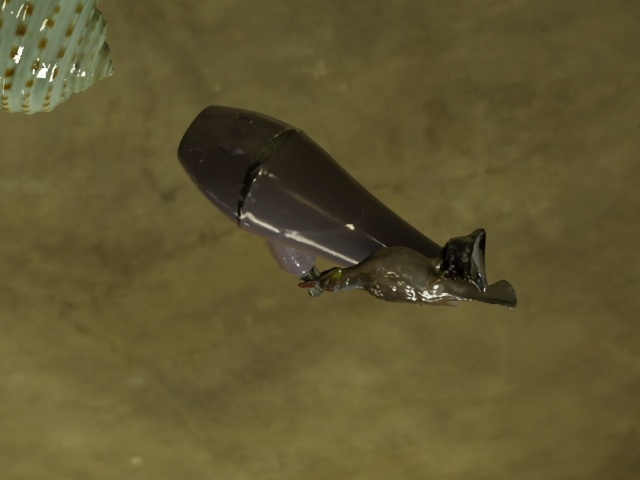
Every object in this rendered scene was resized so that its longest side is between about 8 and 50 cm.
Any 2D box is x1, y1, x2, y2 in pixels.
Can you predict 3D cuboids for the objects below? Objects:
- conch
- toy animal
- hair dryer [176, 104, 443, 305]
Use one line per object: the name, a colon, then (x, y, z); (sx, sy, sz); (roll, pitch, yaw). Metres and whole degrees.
conch: (-0.261, -0.191, 1.232); (0.200, 0.131, 0.172); (16, 123, -30)
toy animal: (0.078, 0.036, 1.349); (0.202, 0.070, 0.105); (-4, 147, 5)
hair dryer: (0.000, 0.000, 1.627); (0.301, 0.121, 0.361); (32, 167, 12)
